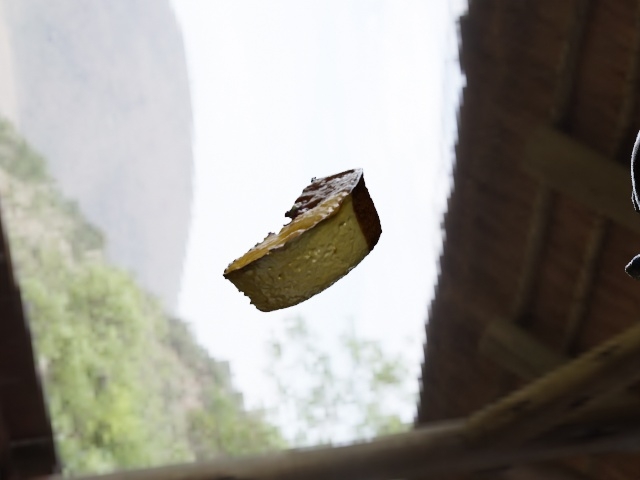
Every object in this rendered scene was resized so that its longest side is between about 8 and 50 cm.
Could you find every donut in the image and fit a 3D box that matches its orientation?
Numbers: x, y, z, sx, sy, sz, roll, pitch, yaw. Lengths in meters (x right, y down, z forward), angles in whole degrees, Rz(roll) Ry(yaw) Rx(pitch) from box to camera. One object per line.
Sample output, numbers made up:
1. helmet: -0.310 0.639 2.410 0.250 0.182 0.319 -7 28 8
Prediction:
1. donut: -0.002 0.000 1.739 0.141 0.217 0.085 -17 -70 47

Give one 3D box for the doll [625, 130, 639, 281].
1. doll: 0.224 -0.006 0.909 0.089 0.102 0.179 31 51 -46
